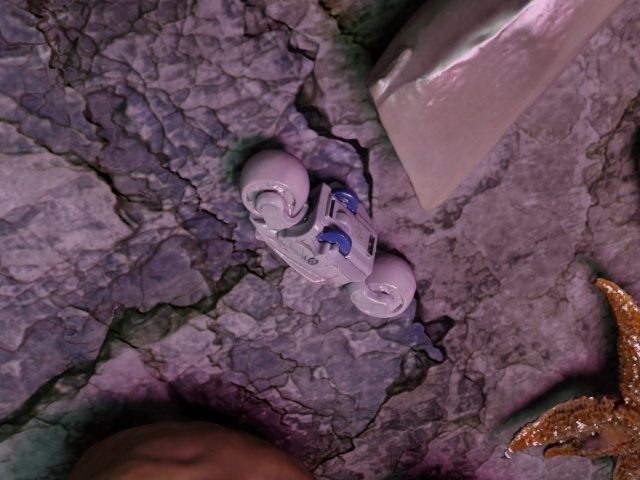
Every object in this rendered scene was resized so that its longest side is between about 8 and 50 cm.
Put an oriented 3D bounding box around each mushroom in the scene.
[{"bbox_3d":[0.186,-0.216,1.185,0.154,0.137,0.407,37,105,-19],"label":"mushroom"}]

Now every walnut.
[{"bbox_3d":[-0.137,0.384,1.381,0.381,0.381,0.381,-7,124,-10],"label":"walnut"}]

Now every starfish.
[{"bbox_3d":[0.356,0.215,1.496,0.301,0.084,0.293,32,130,-13],"label":"starfish"}]

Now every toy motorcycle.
[{"bbox_3d":[0.000,0.000,1.311,0.112,0.112,0.254,-39,122,12],"label":"toy motorcycle"}]

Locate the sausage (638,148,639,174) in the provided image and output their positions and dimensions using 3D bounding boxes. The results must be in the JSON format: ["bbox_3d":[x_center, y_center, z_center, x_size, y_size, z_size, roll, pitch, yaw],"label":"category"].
[{"bbox_3d":[0.429,0.046,1.445,0.094,0.094,0.419,-45,135,-36],"label":"sausage"}]
